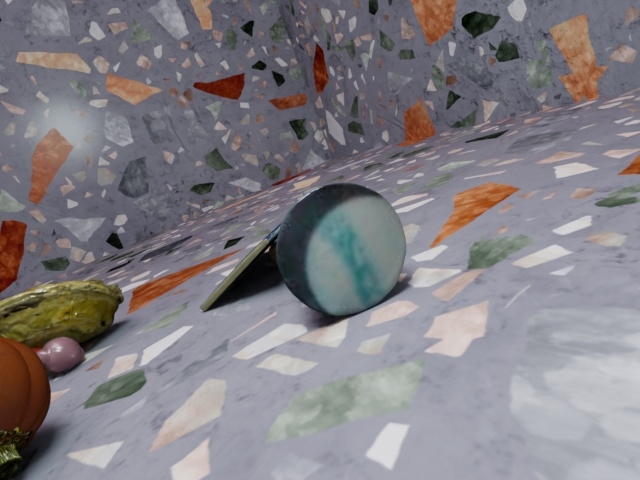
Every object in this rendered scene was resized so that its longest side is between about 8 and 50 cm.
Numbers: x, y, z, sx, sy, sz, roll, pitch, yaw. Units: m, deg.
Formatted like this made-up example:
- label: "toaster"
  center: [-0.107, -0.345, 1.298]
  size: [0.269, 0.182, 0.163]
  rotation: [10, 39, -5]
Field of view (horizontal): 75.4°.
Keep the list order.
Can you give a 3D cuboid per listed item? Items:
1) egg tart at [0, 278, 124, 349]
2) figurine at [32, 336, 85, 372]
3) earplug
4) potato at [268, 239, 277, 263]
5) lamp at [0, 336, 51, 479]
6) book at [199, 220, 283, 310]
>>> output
- label: "egg tart"
  center: [-0.548, 0.177, 0.856]
  size: [0.279, 0.095, 0.279]
  rotation: [-26, -19, -9]
- label: "figurine"
  center: [-0.498, 0.217, 0.788]
  size: [0.071, 0.067, 0.083]
  rotation: [-6, -15, 16]
- label: "earplug"
  center: [0.000, 0.000, 0.723]
  size: [0.185, 0.185, 0.324]
  rotation: [-23, 9, -9]
- label: "potato"
  center: [-0.086, 0.022, 0.947]
  size: [0.068, 0.062, 0.083]
  rotation: [-55, -3, -16]
- label: "lamp"
  center: [-0.444, 0.212, 0.486]
  size: [0.223, 0.196, 0.223]
  rotation: [-44, -13, -14]
- label: "book"
  center: [-0.127, 0.013, 0.927]
  size: [0.228, 0.018, 0.322]
  rotation: [-45, 4, 24]
